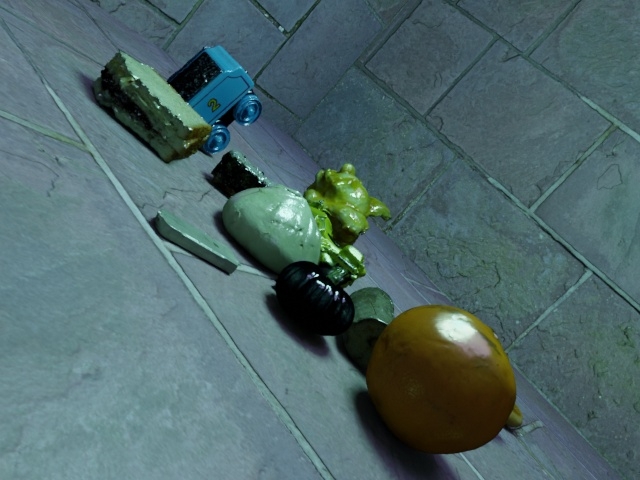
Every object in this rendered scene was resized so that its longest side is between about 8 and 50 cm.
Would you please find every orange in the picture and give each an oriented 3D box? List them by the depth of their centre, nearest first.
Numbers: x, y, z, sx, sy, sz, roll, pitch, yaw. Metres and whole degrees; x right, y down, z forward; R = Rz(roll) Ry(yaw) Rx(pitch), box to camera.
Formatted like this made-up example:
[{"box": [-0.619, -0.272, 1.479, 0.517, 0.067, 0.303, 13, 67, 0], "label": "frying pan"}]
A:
[{"box": [0.244, 0.283, 1.285, 0.312, 0.312, 0.312, 41, 11, -10], "label": "orange"}]

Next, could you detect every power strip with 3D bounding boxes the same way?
[{"box": [-0.250, 0.006, 1.295, 0.226, 0.029, 0.080, 34, 12, -35], "label": "power strip"}]

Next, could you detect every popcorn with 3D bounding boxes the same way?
[{"box": [0.090, -0.120, 2.277, 0.321, 0.325, 0.290, 76, 6, -77], "label": "popcorn"}]

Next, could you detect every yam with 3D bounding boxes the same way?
[{"box": [0.122, 0.210, 1.541, 0.154, 0.154, 0.254, 41, 14, -6], "label": "yam"}]

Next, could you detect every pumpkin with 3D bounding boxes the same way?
[{"box": [-0.011, 0.130, 1.386, 0.194, 0.150, 0.194, 18, 22, -7], "label": "pumpkin"}]

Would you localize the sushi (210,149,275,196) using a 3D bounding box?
[{"box": [-0.223, -0.171, 1.855, 0.212, 0.115, 0.147, 38, 15, -28], "label": "sushi"}]

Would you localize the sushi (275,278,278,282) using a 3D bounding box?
[{"box": [-0.082, 0.112, 1.490, 0.046, 0.044, 0.083, 67, 17, 8], "label": "sushi"}]

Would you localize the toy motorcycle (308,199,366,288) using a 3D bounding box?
[{"box": [-0.001, 0.002, 1.921, 0.206, 0.142, 0.342, -29, 68, -38], "label": "toy motorcycle"}]

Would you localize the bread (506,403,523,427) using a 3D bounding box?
[{"box": [0.602, 0.557, 2.082, 0.189, 0.077, 0.114, 39, 31, -24], "label": "bread"}]

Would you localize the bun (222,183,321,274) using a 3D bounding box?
[{"box": [-0.103, -0.046, 1.608, 0.293, 0.187, 0.293, 43, 9, -9], "label": "bun"}]

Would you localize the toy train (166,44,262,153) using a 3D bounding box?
[{"box": [-0.347, -0.449, 1.994, 0.188, 0.300, 0.265, 49, 2, 31], "label": "toy train"}]

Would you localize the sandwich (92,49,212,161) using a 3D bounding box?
[{"box": [-0.464, -0.365, 1.708, 0.325, 0.131, 0.262, 44, 12, -7], "label": "sandwich"}]
